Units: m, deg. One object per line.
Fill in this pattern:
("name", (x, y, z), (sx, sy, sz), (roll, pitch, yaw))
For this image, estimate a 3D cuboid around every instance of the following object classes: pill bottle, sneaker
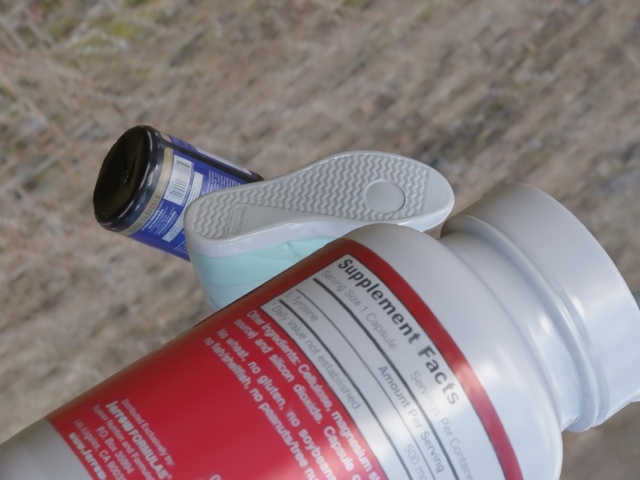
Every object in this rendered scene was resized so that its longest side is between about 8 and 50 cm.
("pill bottle", (0.006, 0.134, 1.115), (0.407, 0.229, 0.229), (-31, 168, -16))
("pill bottle", (-0.131, -0.035, 1.888), (0.219, 0.123, 0.123), (24, 127, -31))
("sneaker", (-0.001, 0.000, 1.637), (0.256, 0.094, 0.151), (-9, 146, -5))

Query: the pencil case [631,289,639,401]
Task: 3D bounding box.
("pencil case", (0.345, 0.098, 1.729), (0.273, 0.113, 0.124), (-12, -146, 23))
